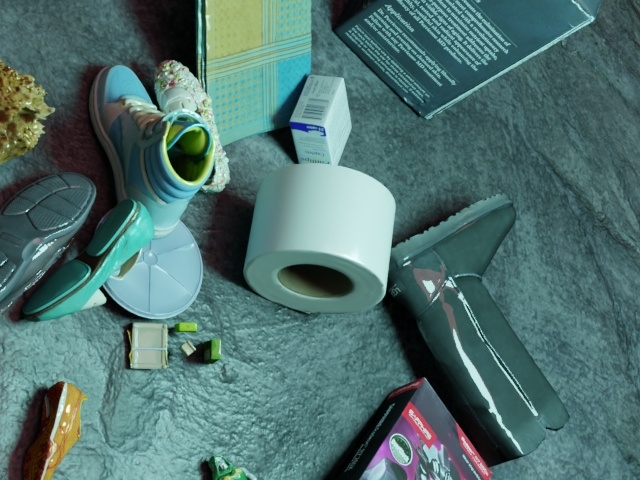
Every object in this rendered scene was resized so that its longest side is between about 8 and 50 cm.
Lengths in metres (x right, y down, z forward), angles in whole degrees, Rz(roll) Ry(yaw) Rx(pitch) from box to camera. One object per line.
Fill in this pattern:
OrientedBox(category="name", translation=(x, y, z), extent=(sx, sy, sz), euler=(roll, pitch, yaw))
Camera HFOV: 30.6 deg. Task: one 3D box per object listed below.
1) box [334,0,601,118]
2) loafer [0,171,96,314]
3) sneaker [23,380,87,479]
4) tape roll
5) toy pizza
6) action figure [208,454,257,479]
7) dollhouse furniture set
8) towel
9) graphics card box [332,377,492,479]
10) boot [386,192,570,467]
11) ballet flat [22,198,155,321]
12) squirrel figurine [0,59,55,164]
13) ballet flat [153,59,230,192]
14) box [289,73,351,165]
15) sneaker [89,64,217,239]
OrientedBox(category="box", translation=(0.342, -0.575, 2.368), extent=(0.297, 0.471, 0.480), euler=(42, 50, -20))
OrientedBox(category="loafer", translation=(-0.445, 0.011, 1.747), extent=(0.109, 0.095, 0.302), euler=(28, 46, 8))
OrientedBox(category="sneaker", translation=(-0.378, 0.290, 1.692), extent=(0.067, 0.064, 0.175), euler=(38, 54, -35))
OrientedBox(category="tape roll", translation=(0.000, 0.000, 2.002), extent=(0.246, 0.246, 0.169), euler=(26, 58, -30))
OrientedBox(category="toy pizza", translation=(-0.282, 0.034, 1.894), extent=(0.201, 0.032, 0.201), euler=(17, 59, -32))
OrientedBox(category="action figure", translation=(-0.095, 0.426, 1.840), extent=(0.232, 0.063, 0.137), euler=(43, 36, 11))
OrientedBox(category="dollhouse furniture set", translation=(-0.239, 0.172, 1.882), extent=(0.151, 0.058, 0.076), euler=(2, 78, -19))
OrientedBox(category="towel", translation=(-0.115, -0.365, 2.062), extent=(0.271, 0.040, 0.370), euler=(-21, 121, -42))
OrientedBox(category="graphics card box", translation=(0.150, 0.430, 2.009), extent=(0.233, 0.094, 0.371), euler=(56, 37, -8))
OrientedBox(category="boot", translation=(0.345, 0.163, 2.241), extent=(0.367, 0.146, 0.445), euler=(-27, 77, -31))
OrientedBox(category="ballet flat", translation=(-0.339, 0.049, 1.776), extent=(0.247, 0.083, 0.087), euler=(-49, 128, -15))
OrientedBox(category="squirrel figurine", translation=(-0.584, -0.230, 1.639), extent=(0.397, 0.281, 0.370), euler=(40, 40, -39))
OrientedBox(category="ballet flat", translation=(-0.218, -0.191, 1.980), extent=(0.241, 0.091, 0.077), euler=(65, 14, -9))
OrientedBox(category="box", translation=(0.002, -0.214, 2.161), extent=(0.137, 0.072, 0.126), euler=(77, 27, -51))
OrientedBox(category="sneaker", translation=(-0.258, -0.184, 1.869), extent=(0.127, 0.208, 0.319), euler=(-4, 64, -40))
